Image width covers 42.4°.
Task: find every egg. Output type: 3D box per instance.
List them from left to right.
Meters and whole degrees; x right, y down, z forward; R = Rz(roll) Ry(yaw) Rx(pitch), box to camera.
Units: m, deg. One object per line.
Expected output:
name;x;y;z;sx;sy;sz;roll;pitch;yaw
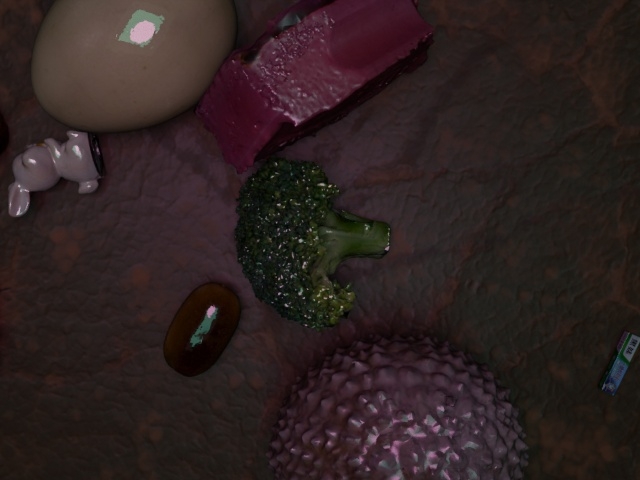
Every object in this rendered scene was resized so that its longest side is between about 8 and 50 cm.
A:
egg;-0.213;-0.222;0.936;0.254;0.188;0.188;-31;94;4

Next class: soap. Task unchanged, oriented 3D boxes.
soap;0.012;-0.204;0.943;0.289;0.182;0.112;-35;92;-37

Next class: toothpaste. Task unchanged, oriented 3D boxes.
toothpaste;0.387;0.158;1.068;0.020;0.017;0.083;25;94;-3

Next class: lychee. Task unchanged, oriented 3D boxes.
lychee;0.087;0.246;0.941;0.300;0.300;0.300;0;94;-2

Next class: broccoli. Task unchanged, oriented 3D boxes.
broccoli;0.000;0.000;0.987;0.194;0.194;0.219;-11;71;-1

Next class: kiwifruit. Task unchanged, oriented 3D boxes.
kiwifruit;-0.146;0.109;1.022;0.075;0.075;0.124;28;97;-3

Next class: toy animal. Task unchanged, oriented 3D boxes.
toy animal;-0.328;-0.089;1.003;0.124;0.071;0.085;-14;113;-9

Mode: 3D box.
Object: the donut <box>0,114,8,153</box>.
donut;-0.471;-0.086;0.975;0.217;0.141;0.085;-40;102;6
